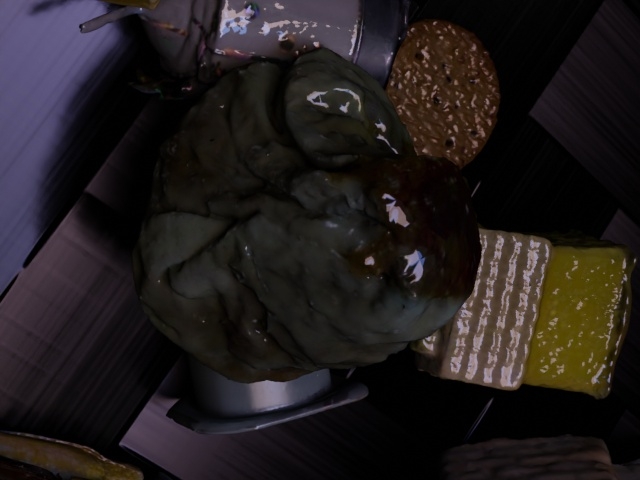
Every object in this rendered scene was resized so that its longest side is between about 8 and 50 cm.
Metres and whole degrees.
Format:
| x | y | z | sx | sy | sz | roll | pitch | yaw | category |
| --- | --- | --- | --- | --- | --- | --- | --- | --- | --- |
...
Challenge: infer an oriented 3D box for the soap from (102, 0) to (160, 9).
| x | y | z | sx | sy | sz | roll | pitch | yaw | category |
| --- | --- | --- | --- | --- | --- | --- | --- | --- | --- |
| -0.255 | -0.277 | 1.090 | 0.252 | 0.037 | 0.092 | 12 | 73 | 4 | soap |

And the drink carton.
| x | y | z | sx | sy | sz | roll | pitch | yaw | category |
| --- | --- | --- | --- | --- | --- | --- | --- | --- | --- |
| -0.074 | 0.089 | 1.261 | 0.191 | 0.185 | 0.190 | -13 | 103 | -22 | drink carton |

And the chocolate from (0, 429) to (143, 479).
| x | y | z | sx | sy | sz | roll | pitch | yaw | category |
| --- | --- | --- | --- | --- | --- | --- | --- | --- | --- |
| -0.287 | 0.244 | 1.243 | 0.219 | 0.085 | 0.086 | 17 | 92 | -32 | chocolate |

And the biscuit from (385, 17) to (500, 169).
| x | y | z | sx | sy | sz | roll | pitch | yaw | category |
| --- | --- | --- | --- | --- | --- | --- | --- | --- | --- |
| 0.128 | -0.164 | 1.399 | 0.188 | 0.027 | 0.188 | -5 | 101 | -27 | biscuit |

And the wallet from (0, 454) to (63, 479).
| x | y | z | sx | sy | sz | roll | pitch | yaw | category |
| --- | --- | --- | --- | --- | --- | --- | --- | --- | --- |
| -0.366 | 0.296 | 1.178 | 0.122 | 0.031 | 0.232 | 29 | 112 | -37 | wallet |

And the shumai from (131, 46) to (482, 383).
| x | y | z | sx | sy | sz | roll | pitch | yaw | category |
| --- | --- | --- | --- | --- | --- | --- | --- | --- | --- |
| 0.000 | 0.000 | 1.050 | 0.304 | 0.263 | 0.309 | -31 | 109 | -15 | shumai |

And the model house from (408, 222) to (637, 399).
| x | y | z | sx | sy | sz | roll | pitch | yaw | category |
| --- | --- | --- | --- | --- | --- | --- | --- | --- | --- |
| 0.225 | 0.077 | 1.411 | 0.234 | 0.175 | 0.193 | 7 | 97 | -31 | model house |

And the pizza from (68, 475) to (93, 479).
| x | y | z | sx | sy | sz | roll | pitch | yaw | category |
| --- | --- | --- | --- | --- | --- | --- | --- | --- | --- |
| -0.214 | 0.362 | 1.263 | 0.223 | 0.089 | 0.323 | -34 | 127 | 9 | pizza |

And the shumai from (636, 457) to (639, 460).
| x | y | z | sx | sy | sz | roll | pitch | yaw | category |
| --- | --- | --- | --- | --- | --- | --- | --- | --- | --- |
| 0.487 | 0.388 | 1.638 | 0.206 | 0.166 | 0.175 | -56 | 145 | 6 | shumai |

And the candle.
| x | y | z | sx | sy | sz | roll | pitch | yaw | category |
| --- | --- | --- | --- | --- | --- | --- | --- | --- | --- |
| -0.084 | -0.219 | 1.191 | 0.330 | 0.187 | 0.187 | 4 | 98 | -27 | candle |

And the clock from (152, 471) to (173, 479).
| x | y | z | sx | sy | sz | roll | pitch | yaw | category |
| --- | --- | --- | --- | --- | --- | --- | --- | --- | --- |
| -0.153 | 0.289 | 1.311 | 0.017 | 0.085 | 0.085 | -44 | 116 | -5 | clock |

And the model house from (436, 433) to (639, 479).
| x | y | z | sx | sy | sz | roll | pitch | yaw | category |
| --- | --- | --- | --- | --- | --- | --- | --- | --- | --- |
| 0.357 | 0.469 | 1.348 | 0.445 | 0.400 | 0.395 | -3 | 103 | 2 | model house |
